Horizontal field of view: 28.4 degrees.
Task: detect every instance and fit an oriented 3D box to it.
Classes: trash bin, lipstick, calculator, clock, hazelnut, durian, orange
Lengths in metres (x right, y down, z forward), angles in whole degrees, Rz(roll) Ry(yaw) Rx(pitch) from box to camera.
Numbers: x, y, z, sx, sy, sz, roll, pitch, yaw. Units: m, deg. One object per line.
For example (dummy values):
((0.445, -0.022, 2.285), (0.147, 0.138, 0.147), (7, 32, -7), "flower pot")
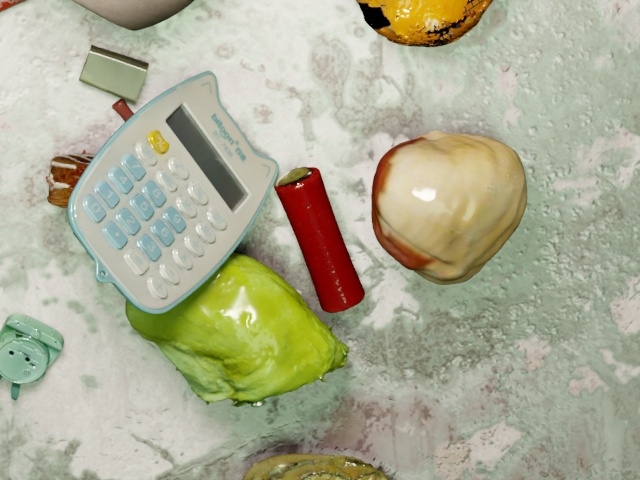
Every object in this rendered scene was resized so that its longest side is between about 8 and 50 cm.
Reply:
((-0.312, -0.254, 1.912), (0.092, 0.043, 0.061), (20, 107, -10), "trash bin")
((0.000, 0.000, 2.025), (0.080, 0.080, 0.241), (-21, 111, 1), "lipstick")
((-0.220, -0.066, 1.861), (0.054, 0.386, 0.256), (-15, 119, 43), "calculator")
((-0.486, 0.191, 2.054), (0.101, 0.041, 0.135), (27, 105, -16), "clock")
((0.195, -0.067, 1.965), (0.261, 0.241, 0.261), (-6, 140, -5), "hazelnut")
((-0.144, 0.140, 1.996), (0.256, 0.204, 0.339), (-33, 110, 18), "durian")
((0.150, -0.399, 1.841), (0.235, 0.182, 0.234), (0, 102, 1), "orange")

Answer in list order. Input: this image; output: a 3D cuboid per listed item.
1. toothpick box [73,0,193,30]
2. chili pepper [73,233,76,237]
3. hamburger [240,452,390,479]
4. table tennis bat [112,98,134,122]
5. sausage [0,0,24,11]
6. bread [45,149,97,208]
((-0.255, -0.527, 1.625), (0.409, 0.409, 0.425), (32, 97, -17), "toothpick box")
((-0.322, -0.003, 1.907), (0.098, 0.224, 0.061), (31, 86, -18), "chili pepper")
((-0.011, 0.483, 2.177), (0.285, 0.134, 0.265), (4, 103, -14), "hamburger")
((-0.268, -0.156, 1.966), (0.098, 0.019, 0.154), (-36, 113, 7), "table tennis bat")
((-0.450, -0.363, 1.851), (0.145, 0.048, 0.050), (-24, 73, 0), "sausage")
((-0.335, -0.090, 1.907), (0.161, 0.160, 0.073), (1, 103, -7), "bread")
